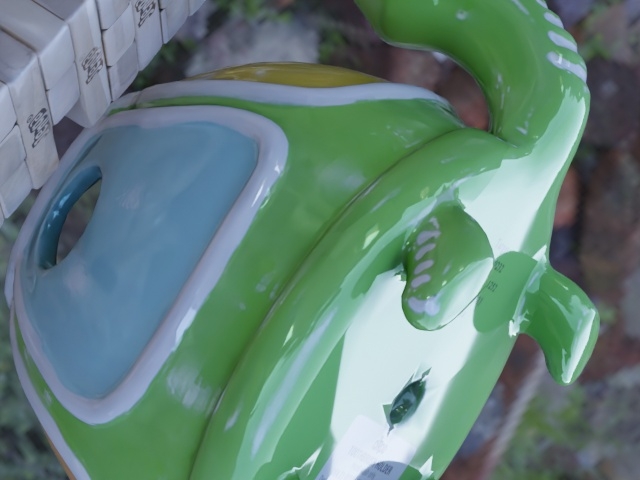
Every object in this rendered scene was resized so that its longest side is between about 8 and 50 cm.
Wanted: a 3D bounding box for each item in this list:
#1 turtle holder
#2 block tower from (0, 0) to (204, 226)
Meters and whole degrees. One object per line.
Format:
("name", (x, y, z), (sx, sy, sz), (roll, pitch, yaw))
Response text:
("turtle holder", (-0.013, 0.008, 0.900), (0.243, 0.227, 0.320), (-17, 133, -53))
("block tower", (-0.138, -0.073, 0.742), (0.335, 0.091, 0.097), (-52, 165, -20))
